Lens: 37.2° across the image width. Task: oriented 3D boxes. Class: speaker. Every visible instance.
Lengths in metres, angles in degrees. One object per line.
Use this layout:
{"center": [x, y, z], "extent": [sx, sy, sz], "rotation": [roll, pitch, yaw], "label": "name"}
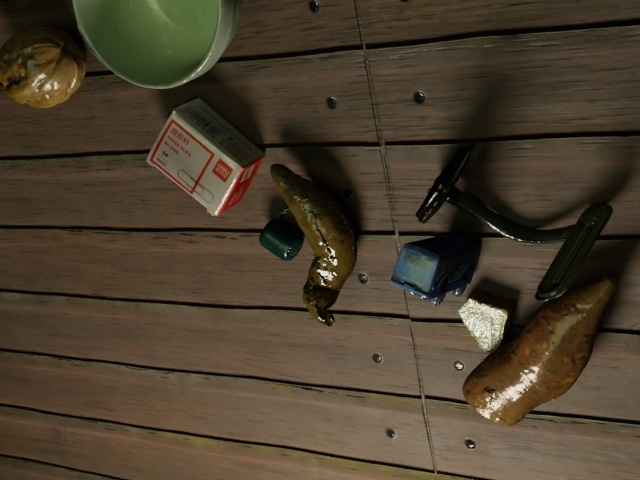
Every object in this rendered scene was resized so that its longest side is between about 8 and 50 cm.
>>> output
{"center": [-0.064, -0.016, 1.777], "extent": [0.075, 0.060, 0.094], "rotation": [34, 90, 14], "label": "speaker"}

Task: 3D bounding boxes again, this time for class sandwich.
{"center": [0.284, 0.142, 1.644], "extent": [0.093, 0.036, 0.104], "rotation": [15, 120, 24], "label": "sandwich"}

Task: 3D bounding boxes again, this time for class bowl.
{"center": [-0.260, -0.425, 1.625], "extent": [0.307, 0.163, 0.307], "rotation": [13, 117, 26], "label": "bowl"}

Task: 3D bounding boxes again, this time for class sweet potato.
{"center": [0.004, 0.001, 1.708], "extent": [0.124, 0.098, 0.309], "rotation": [-13, 101, 10], "label": "sweet potato"}
{"center": [0.378, 0.180, 1.551], "extent": [0.131, 0.131, 0.336], "rotation": [44, 127, 6], "label": "sweet potato"}

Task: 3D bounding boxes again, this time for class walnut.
{"center": [-0.549, -0.336, 1.857], "extent": [0.184, 0.155, 0.155], "rotation": [-23, 99, 32], "label": "walnut"}

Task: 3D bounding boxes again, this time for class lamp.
{"center": [0.280, -0.012, 1.481], "extent": [0.283, 0.203, 0.124], "rotation": [25, 142, 15], "label": "lamp"}

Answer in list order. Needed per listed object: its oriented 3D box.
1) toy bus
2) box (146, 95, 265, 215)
{"center": [0.192, 0.042, 1.533], "extent": [0.079, 0.236, 0.094], "rotation": [29, 107, 21], "label": "toy bus"}
{"center": [-0.214, -0.155, 1.766], "extent": [0.182, 0.099, 0.133], "rotation": [41, 125, 8], "label": "box"}
